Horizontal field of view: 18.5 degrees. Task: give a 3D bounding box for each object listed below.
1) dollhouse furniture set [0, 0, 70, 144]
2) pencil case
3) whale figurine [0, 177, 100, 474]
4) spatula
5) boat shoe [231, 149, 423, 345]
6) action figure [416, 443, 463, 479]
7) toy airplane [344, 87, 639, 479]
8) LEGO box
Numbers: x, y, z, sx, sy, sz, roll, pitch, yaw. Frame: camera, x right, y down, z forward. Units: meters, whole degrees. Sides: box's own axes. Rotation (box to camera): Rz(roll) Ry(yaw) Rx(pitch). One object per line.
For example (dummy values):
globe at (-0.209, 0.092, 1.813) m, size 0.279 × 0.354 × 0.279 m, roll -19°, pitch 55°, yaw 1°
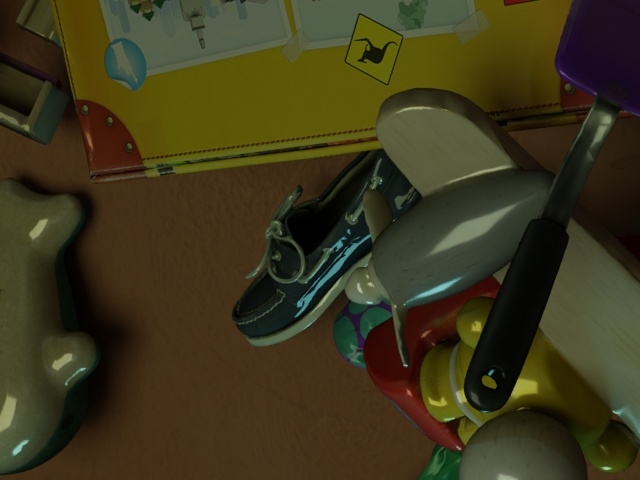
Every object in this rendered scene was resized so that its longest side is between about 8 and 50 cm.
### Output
dollhouse furniture set at (-0.304, -0.274, 1.764) m, size 0.286 × 0.198 × 0.303 m, roll 24°, pitch 87°, yaw 4°
pencil case at (0.075, 0.043, 1.593) m, size 0.151 × 0.064 × 0.070 m, roll -50°, pitch 58°, yaw 35°
whale figurine at (-0.279, 0.084, 1.836) m, size 0.216 × 0.141 × 0.272 m, roll 12°, pitch 87°, yaw 32°
spatula at (0.150, -0.031, 1.182) m, size 0.084 × 0.296 × 0.030 m, roll 24°, pitch 165°, yaw -3°
boat shoe at (0.000, 0.000, 1.596) m, size 0.079 × 0.095 × 0.254 m, roll 31°, pitch 135°, yaw -23°
action figure at (0.107, 0.236, 1.632) m, size 0.137 × 0.063 × 0.232 m, roll 38°, pitch 126°, yaw 22°
toy airplane at (0.197, 0.088, 1.332) m, size 0.386 × 0.272 × 0.384 m, roll 25°, pitch 150°, yaw 14°
LEGO box at (0.028, -0.261, 1.450) m, size 0.500 × 0.193 × 0.372 m, roll -5°, pitch 102°, yaw 36°
